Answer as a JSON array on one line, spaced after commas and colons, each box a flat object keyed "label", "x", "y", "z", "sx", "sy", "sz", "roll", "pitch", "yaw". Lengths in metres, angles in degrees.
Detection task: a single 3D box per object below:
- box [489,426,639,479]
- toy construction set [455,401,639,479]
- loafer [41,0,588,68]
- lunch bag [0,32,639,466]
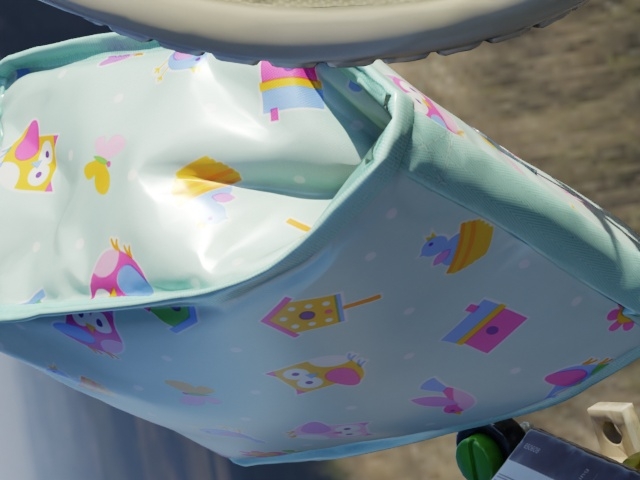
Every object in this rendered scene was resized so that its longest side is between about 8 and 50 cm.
[{"label": "box", "x": 0.173, "y": 0.244, "z": 1.118, "sx": 0.203, "sy": 0.168, "sz": 0.167, "roll": 43, "pitch": 170, "yaw": -19}, {"label": "toy construction set", "x": 0.236, "y": 0.237, "z": 1.380, "sx": 0.309, "sy": 0.237, "sz": 0.257, "roll": 56, "pitch": 140, "yaw": 14}, {"label": "loafer", "x": -0.052, "y": -0.109, "z": 0.479, "sx": 0.102, "sy": 0.268, "sz": 0.092, "roll": -59, "pitch": -24, "yaw": -63}, {"label": "lunch bag", "x": 0.000, "y": 0.000, "z": 0.846, "sx": 0.223, "sy": 0.262, "sz": 0.160, "roll": 30, "pitch": -120, "yaw": -43}]
